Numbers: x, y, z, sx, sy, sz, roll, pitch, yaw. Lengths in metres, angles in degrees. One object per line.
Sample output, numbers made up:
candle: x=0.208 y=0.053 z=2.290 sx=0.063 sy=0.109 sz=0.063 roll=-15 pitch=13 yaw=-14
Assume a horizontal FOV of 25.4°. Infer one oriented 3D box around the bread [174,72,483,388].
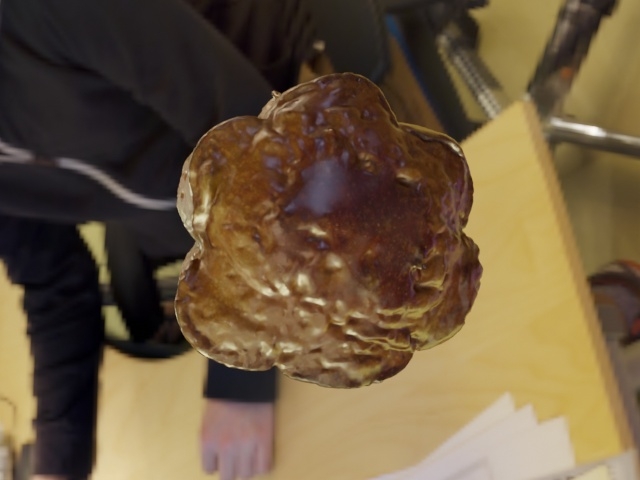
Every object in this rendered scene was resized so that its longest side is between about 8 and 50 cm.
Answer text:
bread: x=0.007 y=-0.011 z=1.081 sx=0.135 sy=0.246 sz=0.232 roll=-162 pitch=78 yaw=-70
